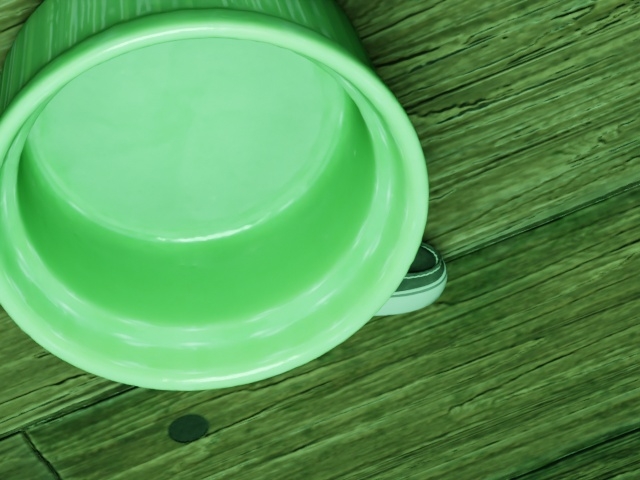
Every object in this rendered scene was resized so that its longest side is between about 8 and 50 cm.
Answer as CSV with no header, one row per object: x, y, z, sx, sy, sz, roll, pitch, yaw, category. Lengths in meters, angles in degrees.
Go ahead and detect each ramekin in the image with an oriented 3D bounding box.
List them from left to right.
-0.087,-0.056,1.256,0.303,0.148,0.303,-5,128,-6,ramekin

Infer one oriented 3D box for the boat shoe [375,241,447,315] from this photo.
0.000,0.000,1.444,0.229,0.080,0.076,10,130,-14,boat shoe
